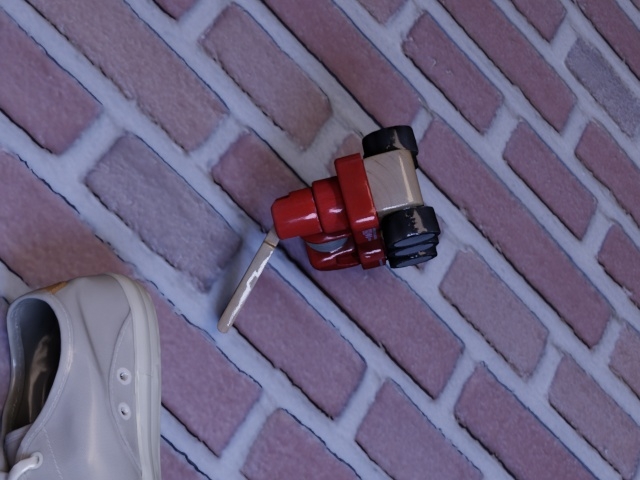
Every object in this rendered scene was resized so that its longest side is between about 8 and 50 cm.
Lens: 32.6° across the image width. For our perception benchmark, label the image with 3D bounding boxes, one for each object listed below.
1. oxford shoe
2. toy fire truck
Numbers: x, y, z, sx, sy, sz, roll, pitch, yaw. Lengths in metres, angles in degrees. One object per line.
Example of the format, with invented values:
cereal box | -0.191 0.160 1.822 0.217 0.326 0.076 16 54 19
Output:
oxford shoe | -0.206 0.233 0.923 0.130 0.169 0.449 11 59 -38
toy fire truck | 0.000 0.000 1.183 0.246 0.217 0.158 -14 80 2
